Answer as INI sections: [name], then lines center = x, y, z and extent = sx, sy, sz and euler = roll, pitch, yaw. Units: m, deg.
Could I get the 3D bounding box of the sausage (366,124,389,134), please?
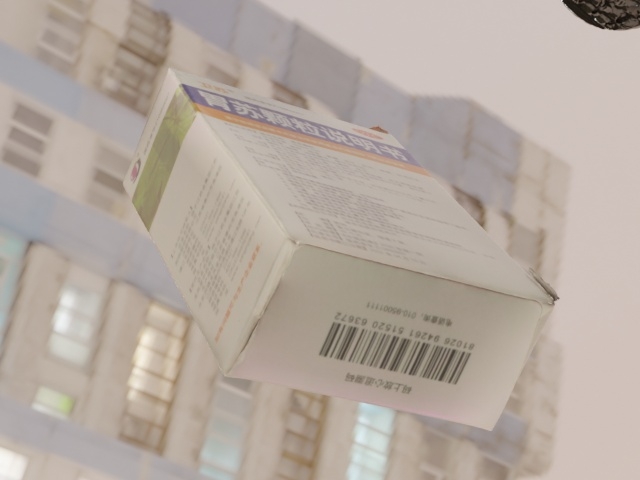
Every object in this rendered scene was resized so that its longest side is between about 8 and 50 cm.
[sausage]
center = -0.014, -0.045, 1.367
extent = 0.177, 0.047, 0.040
euler = -30, -157, -5

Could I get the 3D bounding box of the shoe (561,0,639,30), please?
[shoe]
center = 0.194, -0.185, 0.856
extent = 0.077, 0.074, 0.194
euler = -43, 172, -31

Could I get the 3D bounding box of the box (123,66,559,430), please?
[box]
center = 0.000, 0.000, 1.102
extent = 0.106, 0.200, 0.299
euler = -67, -152, 17
